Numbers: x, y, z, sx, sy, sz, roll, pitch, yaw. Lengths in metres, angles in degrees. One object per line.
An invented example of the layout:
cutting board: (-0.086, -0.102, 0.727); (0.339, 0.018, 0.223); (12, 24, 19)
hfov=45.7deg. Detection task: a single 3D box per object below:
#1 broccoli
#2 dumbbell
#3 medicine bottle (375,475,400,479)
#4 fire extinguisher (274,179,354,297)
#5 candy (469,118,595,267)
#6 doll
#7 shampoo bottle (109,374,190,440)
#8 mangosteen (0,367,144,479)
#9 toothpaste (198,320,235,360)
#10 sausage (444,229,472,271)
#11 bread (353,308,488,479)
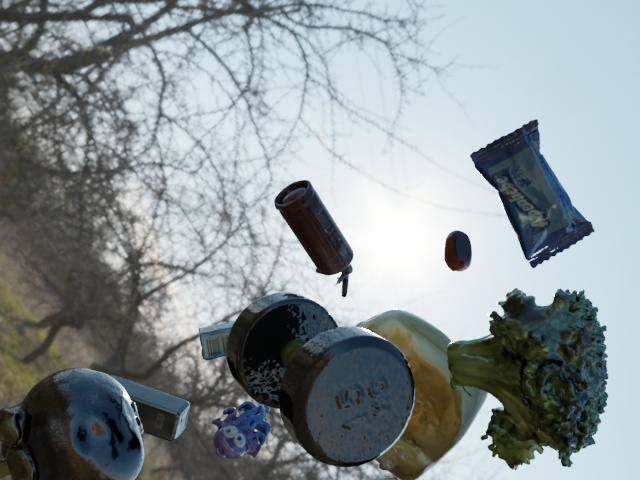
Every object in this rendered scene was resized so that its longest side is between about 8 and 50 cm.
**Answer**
broccoli: (0.373, 0.214, 1.383); (0.348, 0.281, 0.293); (-67, 148, -62)
dumbbell: (-0.010, 0.212, 1.233); (0.203, 0.204, 0.322); (62, -18, -20)
medicine bottle: (0.132, 0.483, 1.183); (0.238, 0.124, 0.124); (60, -18, -10)
fire extinguisher: (0.000, 0.000, 1.684); (0.105, 0.105, 0.269); (26, -27, 57)
candy: (0.516, -0.110, 1.839); (0.331, 0.187, 0.077); (58, 14, -7)
doll: (-0.154, 0.374, 1.511); (0.110, 0.206, 0.067); (35, -66, 8)
shampoo bottle: (-0.435, 0.386, 1.776); (0.246, 0.080, 0.079); (17, 14, 8)
mangosteen: (-0.495, 0.393, 1.456); (0.275, 0.302, 0.275); (50, -30, 43)
toothpaste: (-0.131, 0.202, 1.663); (0.050, 0.267, 0.065); (-148, -131, -75)
sausage: (0.292, 0.024, 1.618); (0.054, 0.059, 0.094); (131, -34, -58)
bread: (0.202, 0.367, 1.913); (0.376, 0.348, 0.253); (39, 1, 11)
